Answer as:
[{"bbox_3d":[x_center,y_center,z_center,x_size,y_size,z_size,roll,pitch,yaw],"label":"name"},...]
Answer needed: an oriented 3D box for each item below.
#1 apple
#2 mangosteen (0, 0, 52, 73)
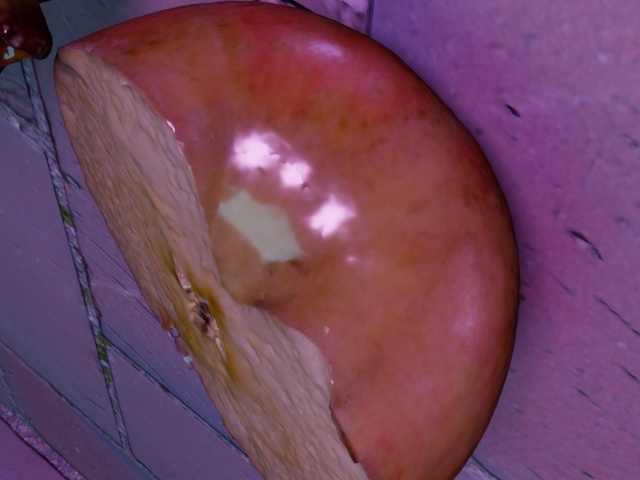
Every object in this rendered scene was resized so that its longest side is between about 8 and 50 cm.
[{"bbox_3d":[0.000,0.000,0.559,0.293,0.163,0.251,59,161,6],"label":"apple"},{"bbox_3d":[-0.262,-0.197,0.529,0.347,0.307,0.307,27,148,10],"label":"mangosteen"}]
